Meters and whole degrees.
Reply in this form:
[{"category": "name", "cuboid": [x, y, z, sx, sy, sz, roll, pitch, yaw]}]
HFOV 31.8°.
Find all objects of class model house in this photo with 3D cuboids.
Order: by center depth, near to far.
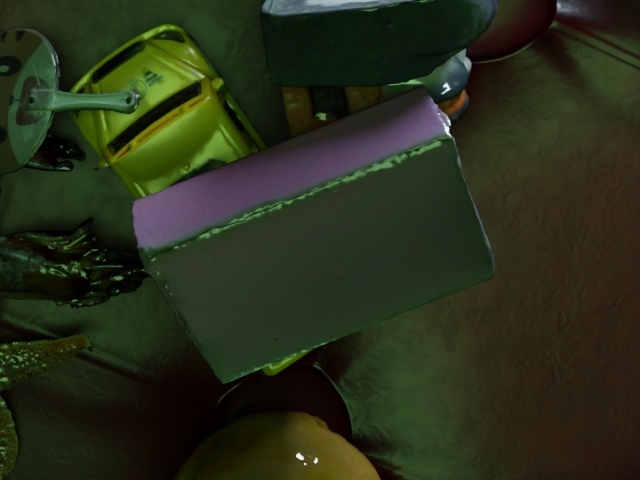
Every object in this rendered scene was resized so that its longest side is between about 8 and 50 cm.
[{"category": "model house", "cuboid": [0.069, -0.136, 1.024, 0.190, 0.271, 0.301, 0, 124, 8]}]

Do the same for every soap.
[{"category": "soap", "cuboid": [-0.001, -0.001, 0.919, 0.259, 0.081, 0.181, -23, 135, 4]}]

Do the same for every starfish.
[{"category": "starfish", "cuboid": [-0.339, 0.161, 1.116, 0.138, 0.050, 0.247, 29, 110, -11]}]

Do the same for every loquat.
[{"category": "loquat", "cuboid": [-0.043, 0.284, 1.098, 0.238, 0.193, 0.238, 0, 90, -28]}]

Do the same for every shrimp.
[{"category": "shrimp", "cuboid": [-0.285, -0.026, 1.090, 0.289, 0.075, 0.178, 2, 96, 7]}]

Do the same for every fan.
[{"category": "fan", "cuboid": [-0.263, -0.127, 1.030, 0.226, 0.008, 0.152, 5, 81, 25]}]

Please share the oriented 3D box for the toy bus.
[{"category": "toy bus", "cuboid": [-0.100, -0.040, 1.058, 0.144, 0.152, 0.330, -35, 101, 2]}]
